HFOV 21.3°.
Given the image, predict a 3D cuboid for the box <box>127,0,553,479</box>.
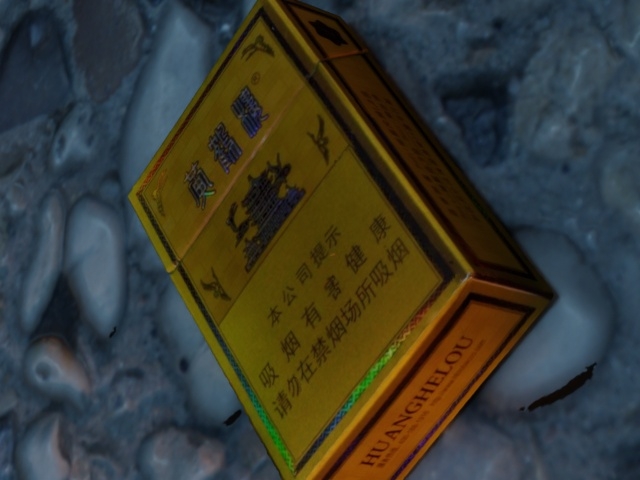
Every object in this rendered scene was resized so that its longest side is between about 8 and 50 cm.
[{"bbox_3d":[0.000,0.000,1.123,0.193,0.084,0.301,-53,46,22],"label":"box"}]
